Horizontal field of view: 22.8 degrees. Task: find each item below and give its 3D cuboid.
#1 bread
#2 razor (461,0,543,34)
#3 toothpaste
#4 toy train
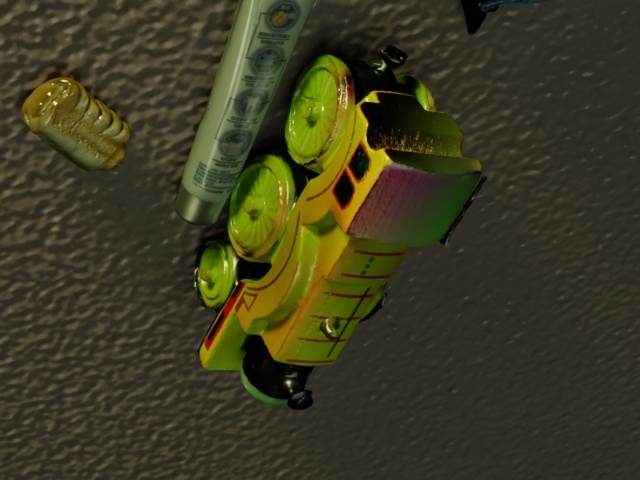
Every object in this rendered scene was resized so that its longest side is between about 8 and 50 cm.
[{"bbox_3d":[-0.170,-0.082,1.120,0.049,0.034,0.088,-46,136,7],"label":"bread"},{"bbox_3d":[0.220,-0.209,1.118,0.253,0.042,0.082,-18,135,-2],"label":"razor"},{"bbox_3d":[-0.054,-0.109,1.128,0.062,0.039,0.239,3,131,-27],"label":"toothpaste"},{"bbox_3d":[0.000,0.000,1.171,0.100,0.160,0.296,5,132,-32],"label":"toy train"}]
